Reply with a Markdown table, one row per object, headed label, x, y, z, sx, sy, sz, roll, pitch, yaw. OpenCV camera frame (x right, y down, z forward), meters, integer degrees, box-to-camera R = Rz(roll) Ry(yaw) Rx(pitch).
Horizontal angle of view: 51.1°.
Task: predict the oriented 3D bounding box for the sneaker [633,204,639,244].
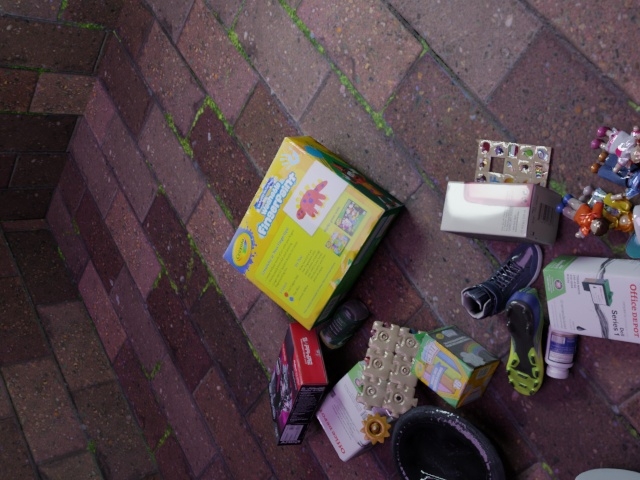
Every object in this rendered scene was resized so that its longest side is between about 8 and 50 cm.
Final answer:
| label | x | y | z | sx | sy | sz | roll | pitch | yaw |
| --- | --- | --- | --- | --- | --- | --- | --- | --- | --- |
| sneaker | 0.728 | 0.007 | 1.301 | 0.256 | 0.094 | 0.151 | 45 | 137 | -17 |

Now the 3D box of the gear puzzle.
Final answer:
| label | x | y | z | sx | sy | sz | roll | pitch | yaw |
| --- | --- | --- | --- | --- | --- | --- | --- | --- | --- |
| gear puzzle | 0.197 | 0.406 | 1.884 | 0.176 | 0.044 | 0.338 | 11 | 76 | 17 |

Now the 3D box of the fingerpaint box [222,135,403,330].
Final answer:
| label | x | y | z | sx | sy | sz | roll | pitch | yaw |
| --- | --- | --- | --- | --- | --- | --- | --- | --- | --- |
| fingerpaint box | -0.031 | -0.027 | 1.994 | 0.371 | 0.163 | 0.444 | 38 | 114 | 17 |

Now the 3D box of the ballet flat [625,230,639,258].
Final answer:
| label | x | y | z | sx | sy | sz | roll | pitch | yaw |
| --- | --- | --- | --- | --- | --- | --- | --- | --- | --- |
| ballet flat | 0.715 | -0.035 | 1.391 | 0.070 | 0.070 | 0.188 | 56 | 133 | 26 |

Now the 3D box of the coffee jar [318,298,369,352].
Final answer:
| label | x | y | z | sx | sy | sz | roll | pitch | yaw |
| --- | --- | --- | --- | --- | --- | --- | --- | --- | --- |
| coffee jar | 0.066 | 0.267 | 2.068 | 0.079 | 0.096 | 0.184 | 50 | 127 | 20 |

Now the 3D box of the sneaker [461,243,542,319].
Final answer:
| label | x | y | z | sx | sy | sz | roll | pitch | yaw |
| --- | --- | --- | --- | --- | --- | --- | --- | --- | --- |
| sneaker | 0.437 | 0.101 | 1.623 | 0.086 | 0.163 | 0.226 | 45 | 123 | 35 |

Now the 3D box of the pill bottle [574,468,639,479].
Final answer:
| label | x | y | z | sx | sy | sz | roll | pitch | yaw |
| --- | --- | --- | --- | --- | --- | --- | --- | --- | --- |
| pill bottle | 0.646 | 0.716 | 1.438 | 0.224 | 0.224 | 0.392 | 3 | 97 | 46 |

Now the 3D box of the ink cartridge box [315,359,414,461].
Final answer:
| label | x | y | z | sx | sy | sz | roll | pitch | yaw |
| --- | --- | --- | --- | --- | --- | --- | --- | --- | --- |
| ink cartridge box | 0.127 | 0.510 | 2.021 | 0.273 | 0.115 | 0.198 | -51 | 59 | 36 |

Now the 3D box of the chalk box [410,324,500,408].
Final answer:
| label | x | y | z | sx | sy | sz | roll | pitch | yaw |
| --- | --- | --- | --- | --- | --- | --- | --- | --- | --- |
| chalk box | 0.336 | 0.318 | 1.773 | 0.213 | 0.132 | 0.132 | 37 | 120 | 38 |

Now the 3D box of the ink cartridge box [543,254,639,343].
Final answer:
| label | x | y | z | sx | sy | sz | roll | pitch | yaw |
| --- | --- | --- | --- | --- | --- | --- | --- | --- | --- |
| ink cartridge box | 0.618 | 0.125 | 1.464 | 0.219 | 0.093 | 0.160 | 4 | 114 | 46 |

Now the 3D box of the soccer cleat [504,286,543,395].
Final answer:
| label | x | y | z | sx | sy | sz | roll | pitch | yaw |
| --- | --- | --- | --- | --- | --- | --- | --- | --- | --- |
| soccer cleat | 0.506 | 0.247 | 1.620 | 0.093 | 0.121 | 0.289 | 10 | 123 | 38 |

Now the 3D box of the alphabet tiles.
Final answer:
| label | x | y | z | sx | sy | sz | roll | pitch | yaw |
| --- | --- | --- | --- | --- | --- | --- | --- | --- | --- |
| alphabet tiles | 0.469 | -0.125 | 1.671 | 0.198 | 0.009 | 0.237 | 16 | 107 | 43 |

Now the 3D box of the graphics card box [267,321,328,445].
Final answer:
| label | x | y | z | sx | sy | sz | roll | pitch | yaw |
| --- | --- | --- | --- | --- | --- | --- | --- | --- | --- |
| graphics card box | -0.079 | 0.462 | 2.135 | 0.371 | 0.094 | 0.232 | 108 | 156 | -43 |

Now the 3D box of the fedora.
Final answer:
| label | x | y | z | sx | sy | sz | roll | pitch | yaw |
| --- | --- | --- | --- | --- | --- | --- | --- | --- | --- |
| fedora | 0.355 | 0.572 | 1.766 | 0.334 | 0.153 | 0.334 | 7 | 100 | 41 |

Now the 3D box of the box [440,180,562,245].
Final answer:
| label | x | y | z | sx | sy | sz | roll | pitch | yaw |
| --- | --- | --- | --- | --- | --- | --- | --- | --- | --- |
| box | 0.429 | -0.066 | 1.593 | 0.232 | 0.149 | 0.126 | 7 | 87 | 45 |

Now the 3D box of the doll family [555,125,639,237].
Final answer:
| label | x | y | z | sx | sy | sz | roll | pitch | yaw |
| --- | --- | --- | --- | --- | --- | --- | --- | --- | --- |
| doll family | 0.640 | -0.112 | 1.427 | 0.163 | 0.118 | 0.263 | 53 | 128 | 56 |

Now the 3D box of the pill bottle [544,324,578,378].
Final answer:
| label | x | y | z | sx | sy | sz | roll | pitch | yaw |
| --- | --- | --- | --- | --- | --- | --- | --- | --- | --- |
| pill bottle | 0.566 | 0.260 | 1.576 | 0.067 | 0.067 | 0.120 | 14 | 105 | 44 |
